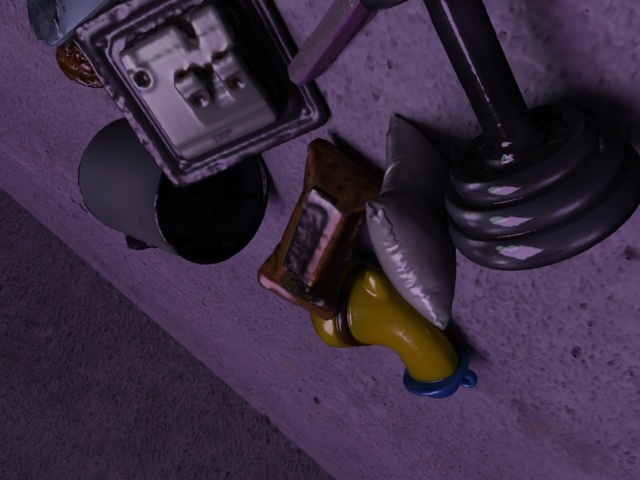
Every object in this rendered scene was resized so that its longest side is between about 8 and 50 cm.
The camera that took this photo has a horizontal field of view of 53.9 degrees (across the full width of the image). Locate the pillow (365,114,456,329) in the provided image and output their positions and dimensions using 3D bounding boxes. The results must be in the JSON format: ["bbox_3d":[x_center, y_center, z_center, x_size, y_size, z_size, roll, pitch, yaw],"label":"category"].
[{"bbox_3d":[0.099,-0.034,0.669,0.078,0.254,0.144,-20,114,23],"label":"pillow"}]

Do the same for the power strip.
[{"bbox_3d":[-0.153,-0.198,0.801,0.256,0.092,0.251,-21,126,18],"label":"power strip"}]

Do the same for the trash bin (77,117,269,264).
[{"bbox_3d":[-0.252,-0.095,1.074,0.262,0.217,0.277,17,117,43],"label":"trash bin"}]

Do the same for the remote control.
[{"bbox_3d":[-0.369,-0.373,0.946,0.247,0.052,0.104,-12,100,42],"label":"remote control"}]

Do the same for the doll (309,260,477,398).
[{"bbox_3d":[0.091,0.129,1.009,0.363,0.145,0.199,32,147,8],"label":"doll"}]

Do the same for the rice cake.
[{"bbox_3d":[0.015,-0.230,0.691,0.036,0.047,0.206,53,152,-4],"label":"rice cake"}]

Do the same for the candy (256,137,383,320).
[{"bbox_3d":[0.000,0.000,0.905,0.143,0.101,0.271,35,125,14],"label":"candy"}]

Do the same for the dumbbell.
[{"bbox_3d":[0.129,-0.145,0.510,0.179,0.179,0.406,3,133,53],"label":"dumbbell"}]

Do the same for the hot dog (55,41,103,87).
[{"bbox_3d":[-0.435,-0.336,1.152,0.147,0.065,0.099,41,144,10],"label":"hot dog"}]
